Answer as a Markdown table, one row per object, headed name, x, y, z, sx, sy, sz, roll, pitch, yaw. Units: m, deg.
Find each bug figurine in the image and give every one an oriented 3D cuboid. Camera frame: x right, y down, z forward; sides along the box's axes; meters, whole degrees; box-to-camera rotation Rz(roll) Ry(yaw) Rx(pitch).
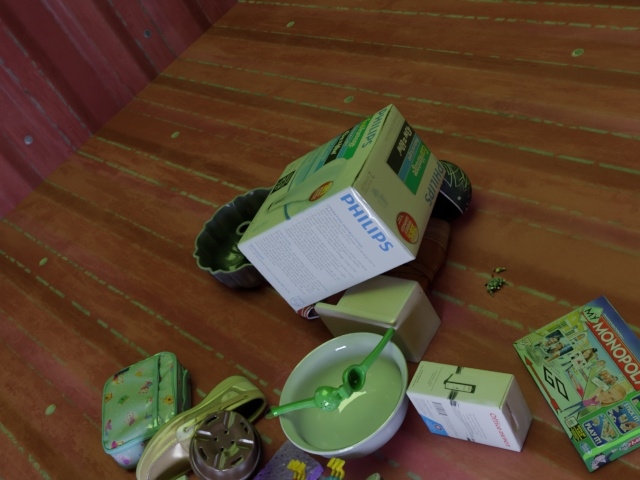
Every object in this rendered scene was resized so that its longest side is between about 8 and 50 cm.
| name | x | y | z | sx | sy | sz | roll | pitch | yaw |
| --- | --- | --- | --- | --- | --- | --- | --- | --- | --- |
| bug figurine | -0.050 | 0.545 | 1.649 | 0.279 | 0.072 | 0.216 | -48 | 25 | -21 |

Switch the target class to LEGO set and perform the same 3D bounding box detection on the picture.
| name | x | y | z | sx | sy | sz | roll | pitch | yaw |
| --- | --- | --- | --- | --- | --- | --- | --- | --- | --- |
| LEGO set | 0.399 | 0.089 | 1.935 | 0.054 | 0.023 | 0.083 | -18 | 40 | 19 |

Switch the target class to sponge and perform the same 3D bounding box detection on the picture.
| name | x | y | z | sx | sy | sz | roll | pitch | yaw |
| --- | --- | --- | --- | --- | --- | --- | --- | --- | --- |
| sponge | -0.098 | 0.534 | 1.796 | 0.117 | 0.031 | 0.210 | 21 | 61 | 46 |

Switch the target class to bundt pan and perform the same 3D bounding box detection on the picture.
| name | x | y | z | sx | sy | sz | roll | pitch | yaw |
| --- | --- | --- | --- | --- | --- | --- | --- | --- | --- |
| bundt pan | -0.185 | 0.006 | 2.363 | 0.331 | 0.124 | 0.331 | -19 | 39 | 16 |

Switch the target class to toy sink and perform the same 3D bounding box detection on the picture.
| name | x | y | z | sx | sy | sz | roll | pitch | yaw |
| --- | --- | --- | --- | --- | --- | --- | --- | --- | --- |
| toy sink | 0.132 | 0.165 | 1.939 | 0.234 | 0.153 | 0.131 | 7 | 52 | 42 |

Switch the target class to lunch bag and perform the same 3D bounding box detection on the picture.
| name | x | y | z | sx | sy | sz | roll | pitch | yaw |
| --- | --- | --- | --- | --- | --- | --- | --- | --- | --- |
| lunch bag | -0.428 | 0.410 | 2.104 | 0.224 | 0.108 | 0.279 | -27 | 38 | 9 |

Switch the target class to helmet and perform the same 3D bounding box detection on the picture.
| name | x | y | z | sx | sy | sz | roll | pitch | yaw |
| --- | --- | --- | --- | --- | --- | --- | --- | --- | --- |
| helmet | 0.299 | -0.123 | 2.129 | 0.161 | 0.169 | 0.169 | -35 | 34 | 25 |

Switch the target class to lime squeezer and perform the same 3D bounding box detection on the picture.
| name | x | y | z | sx | sy | sz | roll | pitch | yaw |
| --- | --- | --- | --- | --- | --- | --- | --- | --- | --- |
| lime squeezer | 0.043 | 0.294 | 1.738 | 0.310 | 0.059 | 0.110 | -35 | 6 | -2 |

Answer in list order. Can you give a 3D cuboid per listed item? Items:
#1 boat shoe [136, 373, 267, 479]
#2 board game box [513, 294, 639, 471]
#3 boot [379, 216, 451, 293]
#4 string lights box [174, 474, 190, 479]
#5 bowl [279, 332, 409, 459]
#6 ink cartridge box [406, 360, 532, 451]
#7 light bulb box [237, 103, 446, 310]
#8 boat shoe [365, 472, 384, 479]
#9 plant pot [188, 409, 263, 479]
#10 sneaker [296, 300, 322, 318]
| name | x | y | z | sx | sy | sz | roll | pitch | yaw |
| --- | --- | --- | --- | --- | --- | --- | --- | --- | --- |
| boat shoe | -0.273 | 0.449 | 1.940 | 0.341 | 0.121 | 0.110 | -43 | 38 | -15 |
| board game box | 0.533 | 0.265 | 1.629 | 0.213 | 0.046 | 0.317 | -30 | 37 | 6 |
| boot | 0.174 | 0.047 | 2.097 | 0.283 | 0.109 | 0.220 | 6 | 55 | 30 |
| string lights box | -0.313 | 0.645 | 1.790 | 0.133 | 0.077 | 0.259 | -28 | 38 | 7 |
| bowl | 0.072 | 0.351 | 1.791 | 0.298 | 0.134 | 0.298 | -20 | 39 | 17 |
| ink cartridge box | 0.293 | 0.322 | 1.653 | 0.203 | 0.148 | 0.086 | 3 | 48 | 37 |
| light bulb box | 0.057 | -0.076 | 1.971 | 0.361 | 0.225 | 0.358 | -27 | 24 | 36 |
| boat shoe | 0.047 | 0.600 | 1.589 | 0.335 | 0.095 | 0.112 | -53 | 6 | -30 |
| plant pot | -0.204 | 0.439 | 1.811 | 0.167 | 0.165 | 0.167 | 2 | 67 | -4 |
| sneaker | -0.007 | 0.150 | 2.143 | 0.118 | 0.042 | 0.067 | -49 | 35 | -8 |
